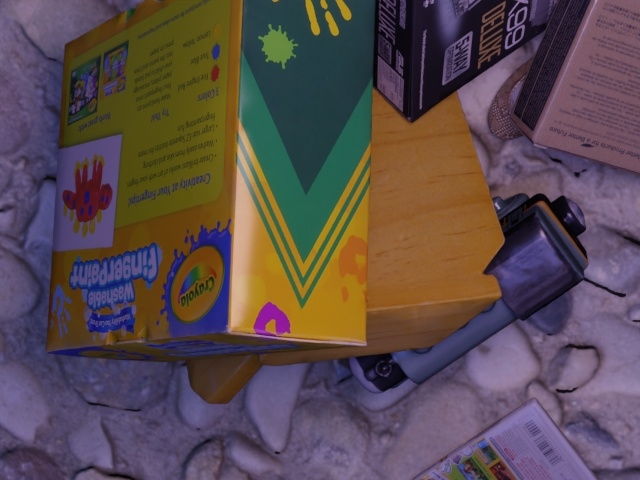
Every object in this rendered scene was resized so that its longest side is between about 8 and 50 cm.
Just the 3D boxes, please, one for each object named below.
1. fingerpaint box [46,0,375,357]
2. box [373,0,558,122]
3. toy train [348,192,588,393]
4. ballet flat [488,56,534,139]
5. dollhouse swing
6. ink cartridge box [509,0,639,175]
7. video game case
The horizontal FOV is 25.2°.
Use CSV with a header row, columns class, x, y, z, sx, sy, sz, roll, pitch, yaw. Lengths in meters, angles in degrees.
class,x,y,z,sx,sy,sz,roll,pitch,yaw
fingerpaint box,-0.125,-0.065,1.507,0.163,0.444,0.371,7,79,-31
box,0.167,-0.299,1.533,0.242,0.307,0.076,-34,63,-19
toy train,0.172,0.063,1.709,0.334,0.190,0.142,-34,96,14
ballet flat,0.279,-0.195,1.697,0.073,0.067,0.206,44,105,-4
dollhouse swing,0.000,0.000,1.695,0.315,0.305,0.347,-5,60,-17
ink cartridge box,0.361,-0.180,1.632,0.234,0.088,0.193,15,110,-22
video game case,0.260,0.347,1.849,0.206,0.026,0.227,-37,97,14
